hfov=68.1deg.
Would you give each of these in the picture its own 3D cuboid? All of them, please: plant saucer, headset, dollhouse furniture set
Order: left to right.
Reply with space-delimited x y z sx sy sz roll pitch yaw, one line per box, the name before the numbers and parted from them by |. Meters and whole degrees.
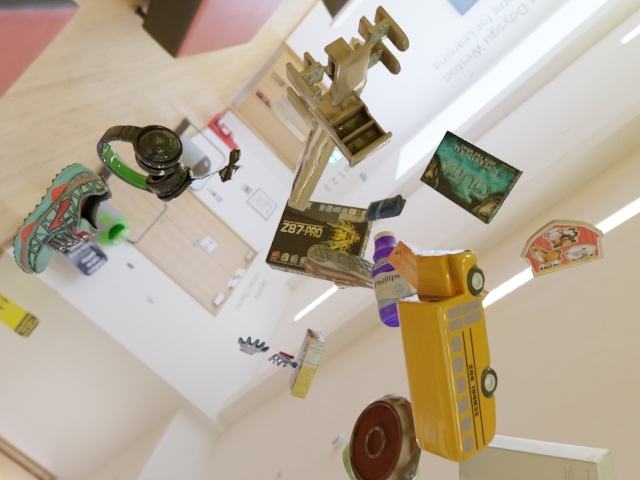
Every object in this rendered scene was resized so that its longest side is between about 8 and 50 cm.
headset | -0.438 -0.236 1.376 0.243 0.394 0.185 89 15 -59
dollhouse furniture set | 0.067 -0.277 0.930 0.212 0.161 0.242 -35 170 -9
plant saucer | 0.177 0.607 1.416 0.310 0.050 0.311 -43 -148 35

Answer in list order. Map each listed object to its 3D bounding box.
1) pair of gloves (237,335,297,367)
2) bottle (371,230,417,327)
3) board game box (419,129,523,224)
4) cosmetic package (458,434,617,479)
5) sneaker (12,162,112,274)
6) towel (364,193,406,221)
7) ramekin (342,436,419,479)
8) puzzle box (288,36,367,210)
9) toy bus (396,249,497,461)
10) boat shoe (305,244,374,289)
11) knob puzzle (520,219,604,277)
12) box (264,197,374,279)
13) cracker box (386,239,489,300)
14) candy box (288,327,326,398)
pair of gloves | -0.156 0.335 1.414 0.159 0.198 0.023 125 -15 -62
bottle | 0.208 0.104 1.372 0.118 0.092 0.283 -26 -129 28
board game box | 0.311 -0.135 0.998 0.026 0.186 0.126 0 124 -48
cosmetic package | 0.592 0.678 1.316 0.385 0.156 0.217 -9 -102 44
sneaker | -0.546 -0.032 1.016 0.262 0.125 0.104 -61 173 -1
towel | 0.174 -0.087 1.297 0.119 0.029 0.067 -9 -132 47
ramekin | 0.234 0.886 1.914 0.148 0.303 0.303 -56 -172 18
puzzle box | 0.018 -0.312 1.281 0.272 0.052 0.409 -82 -163 -51
toy bus | 0.217 0.188 0.823 0.130 0.333 0.108 -11 -175 -36
boat shoe | 0.094 0.122 1.791 0.123 0.324 0.116 -67 179 -60
knob puzzle | 0.588 0.019 1.155 0.213 0.213 0.030 -37 -145 36
box | 0.000 0.000 1.990 0.097 0.394 0.318 55 50 -59
cracker box | 0.295 0.089 1.184 0.067 0.232 0.156 -58 -137 18
candy box | -0.044 0.380 1.477 0.109 0.053 0.187 -136 -113 -79
